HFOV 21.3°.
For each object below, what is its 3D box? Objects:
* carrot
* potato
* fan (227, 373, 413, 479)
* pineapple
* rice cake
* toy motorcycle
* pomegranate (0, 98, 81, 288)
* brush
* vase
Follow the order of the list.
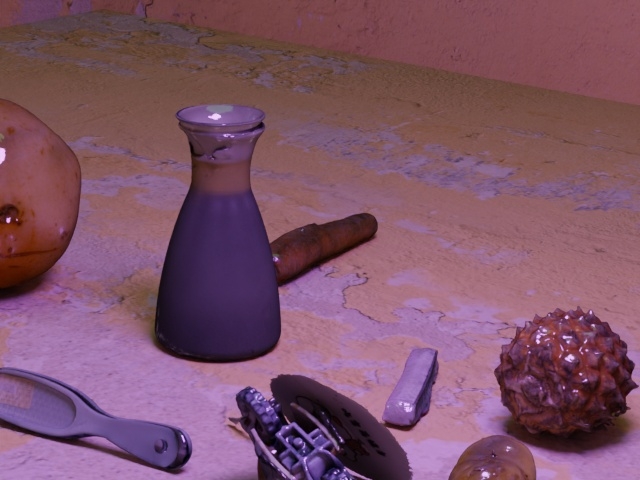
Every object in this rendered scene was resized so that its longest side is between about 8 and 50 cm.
[{"bbox_3d":[0.001,0.000,2.659,0.070,0.070,0.342,12,19,28],"label":"carrot"},{"bbox_3d":[0.188,0.263,1.858,0.091,0.070,0.138,4,16,20],"label":"potato"},{"bbox_3d":[-0.019,0.213,1.918,0.329,0.191,0.009,-2,45,54],"label":"fan"},{"bbox_3d":[0.311,0.159,2.070,0.166,0.166,0.193,16,23,36],"label":"pineapple"},{"bbox_3d":[0.117,0.185,2.149,0.047,0.036,0.207,-6,16,14],"label":"rice cake"},{"bbox_3d":[-0.012,0.249,1.828,0.094,0.130,0.229,-31,45,-21],"label":"toy motorcycle"},{"bbox_3d":[-0.499,-0.072,2.453,0.319,0.319,0.319,2,18,-1],"label":"pomegranate"},{"bbox_3d":[-0.270,0.210,1.997,0.297,0.068,0.060,16,0,25],"label":"brush"},{"bbox_3d":[-0.133,-0.014,2.264,0.173,0.321,0.173,3,19,-1],"label":"vase"}]
